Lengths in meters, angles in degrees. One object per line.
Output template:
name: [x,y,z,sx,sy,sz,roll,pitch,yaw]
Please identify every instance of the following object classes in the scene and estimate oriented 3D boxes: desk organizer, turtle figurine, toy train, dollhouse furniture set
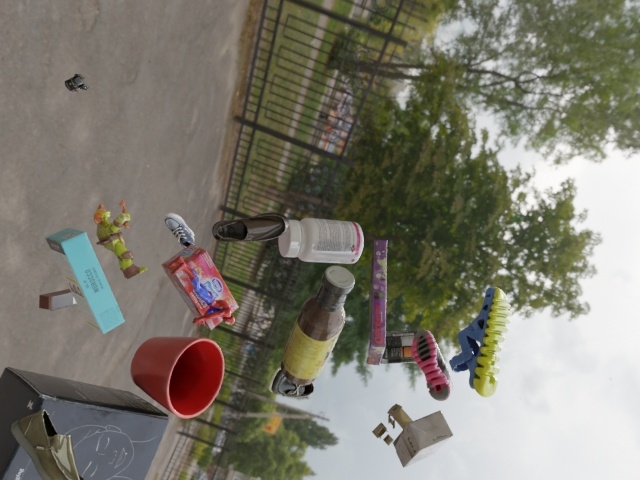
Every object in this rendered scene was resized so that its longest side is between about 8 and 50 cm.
desk organizer: [-0.845,0.191,1.533,0.130,0.050,0.047,-13,109,-73]
turtle figurine: [-0.554,-0.002,1.273,0.269,0.217,0.087,-13,-163,48]
toy train: [-0.457,-0.292,0.879,0.036,0.027,0.158,-29,-156,-14]
dollhouse furniture set: [0.330,0.808,1.954,0.161,0.182,0.101,-41,174,-12]

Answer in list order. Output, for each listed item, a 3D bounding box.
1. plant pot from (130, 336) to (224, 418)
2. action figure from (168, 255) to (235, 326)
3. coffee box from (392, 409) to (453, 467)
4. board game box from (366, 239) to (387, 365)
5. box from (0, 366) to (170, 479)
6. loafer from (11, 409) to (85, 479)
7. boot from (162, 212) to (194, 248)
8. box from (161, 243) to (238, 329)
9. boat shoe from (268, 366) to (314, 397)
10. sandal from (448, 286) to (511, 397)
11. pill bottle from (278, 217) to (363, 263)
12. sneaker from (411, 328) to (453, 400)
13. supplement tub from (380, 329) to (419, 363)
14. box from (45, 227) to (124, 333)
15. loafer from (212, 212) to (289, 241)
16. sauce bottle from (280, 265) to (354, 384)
plant pot: [-0.523,0.463,1.681,0.275,0.243,0.275,-15,108,-56]
action figure: [-0.379,0.191,1.435,0.139,0.280,0.091,-42,-149,-4]
coffee box: [0.368,0.728,1.717,0.247,0.141,0.098,101,-30,-51]
board game box: [0.179,0.197,1.487,0.208,0.056,0.347,95,0,-60]
box: [-0.825,0.712,1.481,0.472,0.297,0.480,39,67,-49]
loafer: [-0.664,0.527,1.174,0.087,0.251,0.094,-41,170,-22]
boot: [-0.590,-0.036,1.980,0.190,0.069,0.086,51,12,-51]
box: [-0.404,0.156,1.587,0.128,0.122,0.257,-39,122,-27]
boat shoe: [-0.086,0.434,1.424,0.084,0.079,0.233,-69,155,-14]
sandal: [0.466,0.286,1.384,0.138,0.126,0.317,6,-109,46]
pill bottle: [0.000,0.000,1.725,0.160,0.283,0.160,-176,-90,-66]
sneaker: [0.194,0.209,0.800,0.047,0.057,0.119,-26,-109,32]
supplement tub: [0.303,0.388,1.714,0.117,0.190,0.117,177,-90,-89]
box: [-0.555,0.095,1.112,0.060,0.100,0.244,-33,121,-39]
loafer: [-0.195,-0.027,1.324,0.078,0.220,0.080,-132,-148,-78]
sauce bottle: [-0.006,0.207,1.114,0.111,0.111,0.344,-71,-178,-52]
